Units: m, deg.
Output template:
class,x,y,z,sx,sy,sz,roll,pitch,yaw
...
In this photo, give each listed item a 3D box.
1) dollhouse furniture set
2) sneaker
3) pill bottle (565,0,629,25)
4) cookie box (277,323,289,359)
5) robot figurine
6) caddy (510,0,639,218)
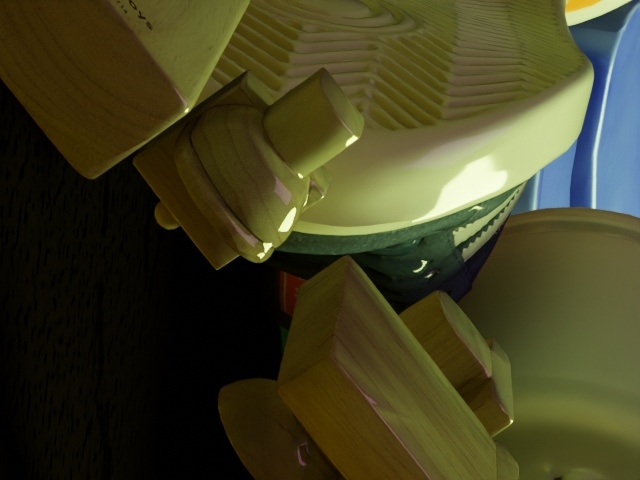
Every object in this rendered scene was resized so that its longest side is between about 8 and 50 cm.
class,x,y,z,sx,sy,sz,roll,pitch,yaw
dollhouse furniture set,-0.052,0.016,0.401,0.151,0.123,0.144,52,16,-13
sneaker,0.014,-0.018,0.650,0.350,0.131,0.148,-43,153,-71
pill bottle,0.076,-0.248,0.745,0.392,0.224,0.224,70,20,-74
cookie box,0.000,0.000,0.900,0.107,0.040,0.092,83,8,-49
robot figurine,0.097,0.108,0.778,0.200,0.300,0.353,60,19,-12
caddy,0.086,-0.007,1.147,0.241,0.179,0.341,-40,134,-54
